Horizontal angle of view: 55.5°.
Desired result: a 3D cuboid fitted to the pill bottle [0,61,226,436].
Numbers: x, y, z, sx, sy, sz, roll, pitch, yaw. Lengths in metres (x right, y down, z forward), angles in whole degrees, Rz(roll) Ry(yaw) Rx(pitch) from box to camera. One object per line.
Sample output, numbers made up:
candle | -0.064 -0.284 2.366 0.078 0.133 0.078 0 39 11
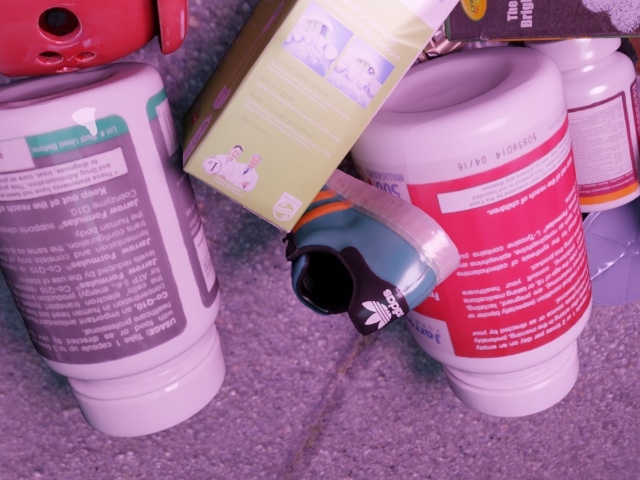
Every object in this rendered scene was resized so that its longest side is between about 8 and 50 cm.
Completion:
pill bottle | -0.223 0.014 0.643 0.204 0.204 0.361 -13 115 -7

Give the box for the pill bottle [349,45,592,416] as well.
pill bottle | 0.191 0.004 0.722 0.229 0.229 0.407 -23 118 -3

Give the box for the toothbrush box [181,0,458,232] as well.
toothbrush box | -0.014 -0.181 0.605 0.122 0.206 0.283 30 103 -23

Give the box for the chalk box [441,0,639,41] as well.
chalk box | 0.225 -0.304 0.595 0.179 0.289 0.180 -35 127 -40

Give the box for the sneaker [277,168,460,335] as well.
sneaker | 0.000 0.000 0.628 0.121 0.302 0.108 -41 120 -13

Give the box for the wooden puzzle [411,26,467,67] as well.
wooden puzzle | 0.137 -0.244 0.721 0.078 0.014 0.116 39 100 -25

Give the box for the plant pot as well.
plant pot | -0.212 -0.248 0.537 0.174 0.191 0.191 -8 115 -13

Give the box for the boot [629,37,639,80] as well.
boot | 0.392 -0.248 0.686 0.085 0.059 0.158 -34 114 -12

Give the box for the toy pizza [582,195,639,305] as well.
toy pizza | 0.452 0.006 0.898 0.201 0.032 0.201 -6 116 -12

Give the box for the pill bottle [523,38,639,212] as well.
pill bottle | 0.323 -0.155 0.745 0.121 0.121 0.221 -25 116 -2
